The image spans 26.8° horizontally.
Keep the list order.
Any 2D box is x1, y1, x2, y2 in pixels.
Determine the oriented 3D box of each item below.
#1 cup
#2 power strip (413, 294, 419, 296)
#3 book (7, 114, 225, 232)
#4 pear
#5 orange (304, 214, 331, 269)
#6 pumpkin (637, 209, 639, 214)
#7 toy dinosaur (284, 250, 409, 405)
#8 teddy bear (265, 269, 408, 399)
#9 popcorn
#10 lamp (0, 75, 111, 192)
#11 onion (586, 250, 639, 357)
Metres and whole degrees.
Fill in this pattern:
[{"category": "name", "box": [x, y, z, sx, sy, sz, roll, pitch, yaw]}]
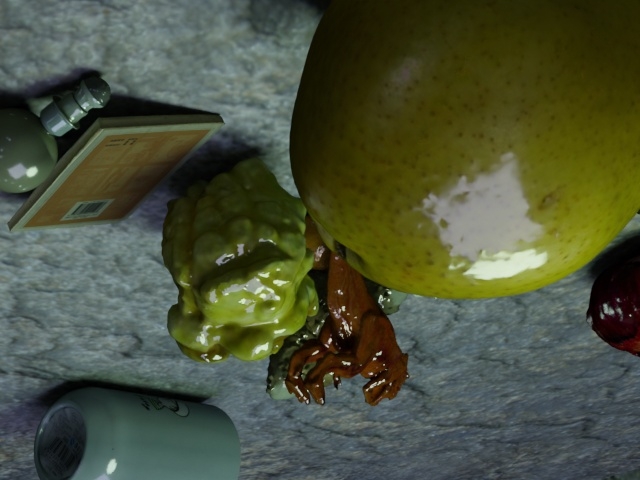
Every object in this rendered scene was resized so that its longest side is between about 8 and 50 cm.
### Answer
[{"category": "cup", "box": [-0.307, 0.356, 2.235, 0.205, 0.205, 0.312, -30, 149, 33]}, {"category": "power strip", "box": [0.163, -0.007, 1.868, 0.098, 0.058, 0.338, -12, 155, 0]}, {"category": "book", "box": [-0.240, -0.077, 1.553, 0.170, 0.018, 0.242, -7, 157, -42]}, {"category": "pear", "box": [0.162, -0.130, 1.280, 0.418, 0.362, 0.362, -36, 157, -10]}, {"category": "orange", "box": [0.000, 0.000, 1.795, 0.083, 0.070, 0.083, -19, 150, -12]}, {"category": "pumpkin", "box": [0.432, -0.134, 1.580, 0.250, 0.216, 0.250, -3, -177, 0]}, {"category": "toy dinosaur", "box": [0.033, 0.123, 1.781, 0.208, 0.097, 0.432, -44, 143, -25]}, {"category": "teddy bear", "box": [0.009, 0.138, 1.989, 0.267, 0.156, 0.256, -40, 152, -11]}, {"category": "popcorn", "box": [-0.099, 0.027, 1.634, 0.195, 0.255, 0.256, -3, -178, -15]}, {"category": "lamp", "box": [-0.290, -0.119, 1.419, 0.163, 0.091, 0.091, -33, 151, 9]}, {"category": "onion", "box": [0.549, 0.110, 2.099, 0.252, 0.219, 0.252, -7, 163, -2]}]
